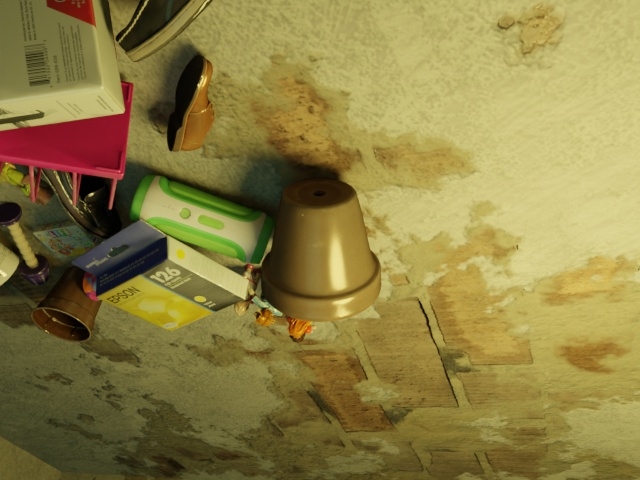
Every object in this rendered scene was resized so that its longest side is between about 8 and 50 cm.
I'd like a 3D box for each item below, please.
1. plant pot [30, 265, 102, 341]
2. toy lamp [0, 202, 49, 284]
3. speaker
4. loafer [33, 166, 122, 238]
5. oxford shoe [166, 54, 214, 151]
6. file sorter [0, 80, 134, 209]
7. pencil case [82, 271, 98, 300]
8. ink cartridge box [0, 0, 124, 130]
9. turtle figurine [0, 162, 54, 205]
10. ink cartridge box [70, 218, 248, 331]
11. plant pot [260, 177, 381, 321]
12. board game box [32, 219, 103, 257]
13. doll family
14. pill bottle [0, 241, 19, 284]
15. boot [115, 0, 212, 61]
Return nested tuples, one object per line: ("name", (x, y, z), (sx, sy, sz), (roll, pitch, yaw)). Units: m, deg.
("plant pot", (-0.692, 0.173, 1.536), (0.167, 0.165, 0.167), (8, 138, 7))
("toy lamp", (-0.792, 0.021, 1.456), (0.080, 0.080, 0.275), (9, 139, 5))
("speaker", (-0.258, -0.045, 1.206), (0.296, 0.131, 0.131), (19, 139, -7))
("loafer", (-0.529, -0.121, 1.210), (0.095, 0.109, 0.302), (-11, 131, 20))
("oxford shoe", (-0.230, -0.254, 1.022), (0.076, 0.076, 0.212), (-2, 145, -30))
("file sorter", (-0.512, -0.185, 0.995), (0.290, 0.202, 0.182), (8, 152, -23))
("pencil case", (-0.524, 0.109, 1.473), (0.236, 0.104, 0.104), (-5, 136, 21))
("ink cartridge box", (-0.455, -0.278, 0.809), (0.273, 0.197, 0.114), (-9, 175, -5))
("turtle figurine", (-0.691, -0.159, 1.191), (0.269, 0.087, 0.217), (-11, 140, 45))
("ink cartridge box", (-0.382, 0.098, 1.279), (0.303, 0.072, 0.307), (-24, 138, 36))
("plant pot", (0.000, 0.000, 1.133), (0.263, 0.263, 0.229), (4, 120, 10))
("board game box", (-0.660, -0.004, 1.432), (0.154, 0.026, 0.103), (-8, 135, 22))
("doll family", (-0.102, 0.156, 1.365), (0.263, 0.163, 0.118), (29, 137, -18))
("pill bottle", (-0.944, 0.023, 1.456), (0.131, 0.131, 0.229), (-14, 132, 28))
("boot", (-0.241, -0.450, 0.731), (0.377, 0.138, 0.284), (-31, 124, 35))
